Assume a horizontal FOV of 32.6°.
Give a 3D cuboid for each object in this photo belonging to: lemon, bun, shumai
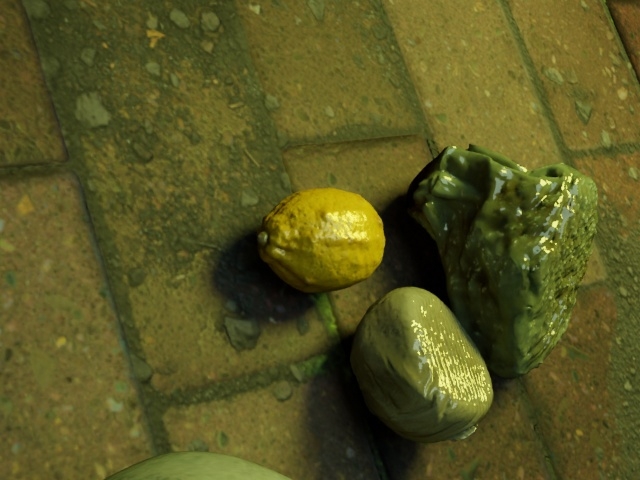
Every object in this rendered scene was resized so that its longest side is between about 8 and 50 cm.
[{"bbox_3d":[0.000,0.000,1.174,0.155,0.114,0.114,-5,72,-33],"label":"lemon"},{"bbox_3d":[0.100,0.142,1.180,0.166,0.113,0.173,47,26,-16],"label":"bun"},{"bbox_3d":[0.199,0.022,1.308,0.225,0.221,0.261,4,97,-63],"label":"shumai"}]

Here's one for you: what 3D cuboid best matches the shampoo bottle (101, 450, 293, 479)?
[{"bbox_3d":[-0.107,0.329,0.802,0.322,0.322,0.317,45,42,-11],"label":"shampoo bottle"}]
